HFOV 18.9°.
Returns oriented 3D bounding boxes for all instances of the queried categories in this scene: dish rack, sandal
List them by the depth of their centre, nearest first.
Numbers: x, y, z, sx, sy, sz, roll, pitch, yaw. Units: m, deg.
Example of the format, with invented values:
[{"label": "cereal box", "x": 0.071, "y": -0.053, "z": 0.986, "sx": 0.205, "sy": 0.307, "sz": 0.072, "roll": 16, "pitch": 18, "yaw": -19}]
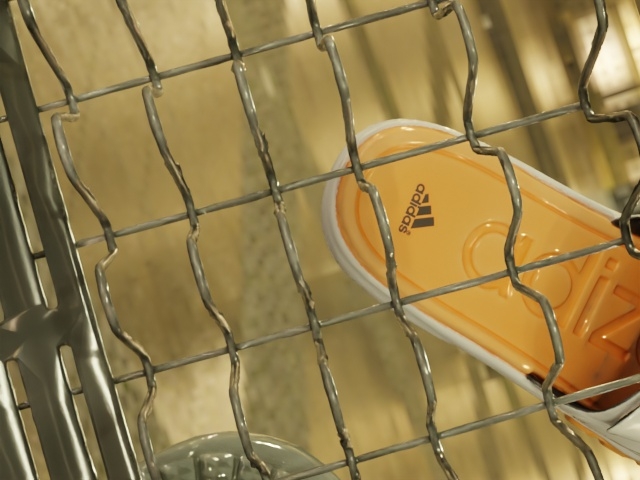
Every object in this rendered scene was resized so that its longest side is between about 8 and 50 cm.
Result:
[{"label": "dish rack", "x": 0.000, "y": 0.000, "z": 0.475, "sx": 0.074, "sy": 0.272, "sz": 0.208, "roll": 94, "pitch": -20, "yaw": -85}, {"label": "sandal", "x": 0.122, "y": 0.034, "z": 0.778, "sx": 0.265, "sy": 0.102, "sz": 0.076, "roll": 24, "pitch": -3, "yaw": -23}]

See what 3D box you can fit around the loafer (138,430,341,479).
[{"label": "loafer", "x": -0.075, "y": 0.166, "z": 0.578, "sx": 0.094, "sy": 0.251, "sz": 0.087, "roll": 35, "pitch": -1, "yaw": 7}]
